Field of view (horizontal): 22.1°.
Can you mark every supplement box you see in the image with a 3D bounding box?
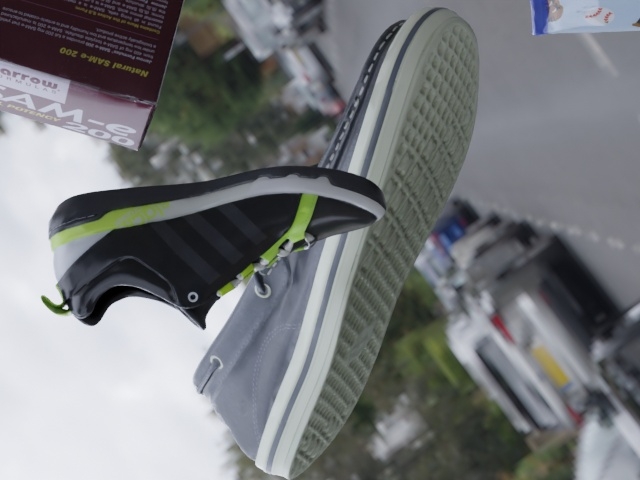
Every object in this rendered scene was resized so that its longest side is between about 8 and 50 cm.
[{"bbox_3d":[-0.159,-0.196,1.188,0.130,0.239,0.073,16,151,-8],"label":"supplement box"}]

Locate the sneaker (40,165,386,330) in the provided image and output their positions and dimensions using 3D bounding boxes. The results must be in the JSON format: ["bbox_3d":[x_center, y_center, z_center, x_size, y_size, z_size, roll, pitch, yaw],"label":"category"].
[{"bbox_3d":[-0.070,0.013,1.101,0.084,0.235,0.097,70,-167,-77],"label":"sneaker"}]

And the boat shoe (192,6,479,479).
[{"bbox_3d":[0.000,0.000,1.473,0.156,0.500,0.187,35,-142,18],"label":"boat shoe"}]

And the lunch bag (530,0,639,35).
[{"bbox_3d":[0.351,-0.410,1.542,0.239,0.328,0.385,75,-162,-61],"label":"lunch bag"}]
